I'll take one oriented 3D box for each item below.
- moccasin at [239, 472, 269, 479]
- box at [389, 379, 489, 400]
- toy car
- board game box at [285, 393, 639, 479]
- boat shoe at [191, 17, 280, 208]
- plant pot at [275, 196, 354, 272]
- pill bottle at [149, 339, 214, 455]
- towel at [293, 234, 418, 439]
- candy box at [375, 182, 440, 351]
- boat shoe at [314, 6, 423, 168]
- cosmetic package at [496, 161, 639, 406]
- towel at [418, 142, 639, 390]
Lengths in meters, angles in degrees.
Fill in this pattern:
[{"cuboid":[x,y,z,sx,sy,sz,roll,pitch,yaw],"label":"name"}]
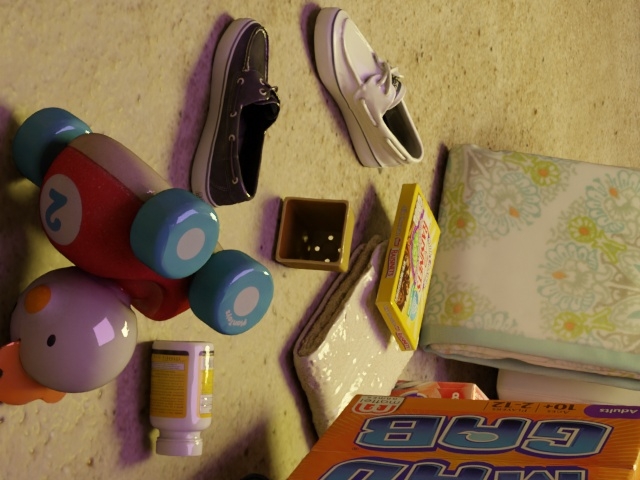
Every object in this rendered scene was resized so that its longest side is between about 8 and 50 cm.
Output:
[{"cuboid":[-0.125,0.342,1.579,0.342,0.138,0.116,-49,130,-71],"label":"moccasin"},{"cuboid":[0.189,0.315,2.149,0.300,0.142,0.154,48,48,-53],"label":"box"},{"cuboid":[-0.210,0.046,1.358,0.238,0.219,0.210,-51,142,-9],"label":"toy car"},{"cuboid":[0.167,0.399,1.666,0.356,0.356,0.356,-41,128,-65],"label":"board game box"},{"cuboid":[-0.079,-0.141,1.683,0.080,0.076,0.228,50,48,-52],"label":"boat shoe"},{"cuboid":[0.000,0.000,1.847,0.083,0.082,0.081,51,45,-68],"label":"plant pot"},{"cuboid":[-0.143,0.161,1.578,0.065,0.065,0.116,9,83,-63],"label":"pill bottle"},{"cuboid":[0.053,0.136,1.982,0.282,0.049,0.187,-56,137,-47],"label":"towel"},{"cuboid":[0.117,0.034,2.033,0.105,0.027,0.206,63,32,-44],"label":"candy box"},{"cuboid":[0.068,-0.196,1.963,0.258,0.084,0.095,61,40,-45],"label":"boat shoe"},{"cuboid":[0.468,0.123,2.418,0.327,0.329,0.393,71,29,-66],"label":"cosmetic package"},{"cuboid":[0.348,0.038,2.230,0.090,0.375,0.320,88,12,-67],"label":"towel"}]
